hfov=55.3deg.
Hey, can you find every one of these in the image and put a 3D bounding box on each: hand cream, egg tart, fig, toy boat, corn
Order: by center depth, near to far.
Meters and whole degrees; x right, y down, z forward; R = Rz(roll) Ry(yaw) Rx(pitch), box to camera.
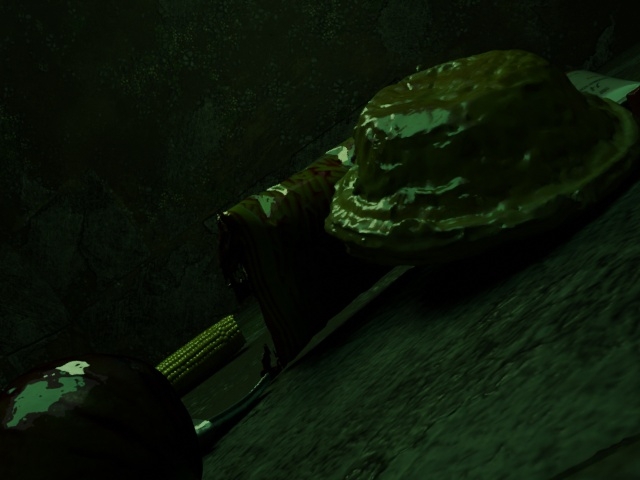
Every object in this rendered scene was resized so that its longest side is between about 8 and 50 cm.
[{"bbox_3d":[-0.142,0.146,0.414,0.202,0.149,0.148,-23,-13,9],"label":"fig"},{"bbox_3d":[0.139,-0.098,0.592,0.318,0.128,0.319,-19,26,9],"label":"egg tart"},{"bbox_3d":[-0.103,0.188,0.654,0.122,0.034,0.096,-23,-7,-45],"label":"toy boat"},{"bbox_3d":[0.417,-0.211,0.972,0.139,0.089,0.314,-36,8,21],"label":"hand cream"},{"bbox_3d":[-0.260,0.249,1.232,0.248,0.081,0.081,-36,1,-12],"label":"corn"}]

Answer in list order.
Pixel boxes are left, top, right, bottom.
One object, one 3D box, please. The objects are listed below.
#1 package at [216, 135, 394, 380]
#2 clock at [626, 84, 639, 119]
[{"bbox_3d":[0.001,0.006,0.750,0.288,0.223,0.108,-32,29,-28],"label":"package"},{"bbox_3d":[0.353,-0.149,0.530,0.155,0.061,0.113,-31,0,-40],"label":"clock"}]
